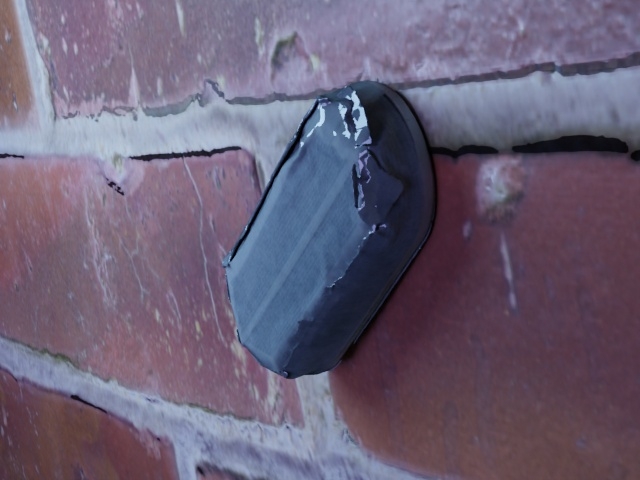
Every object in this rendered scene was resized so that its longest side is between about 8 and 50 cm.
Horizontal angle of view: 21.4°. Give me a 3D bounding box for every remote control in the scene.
[{"bbox_3d":[0.000,0.000,1.006,0.104,0.052,0.247,63,150,23],"label":"remote control"}]
